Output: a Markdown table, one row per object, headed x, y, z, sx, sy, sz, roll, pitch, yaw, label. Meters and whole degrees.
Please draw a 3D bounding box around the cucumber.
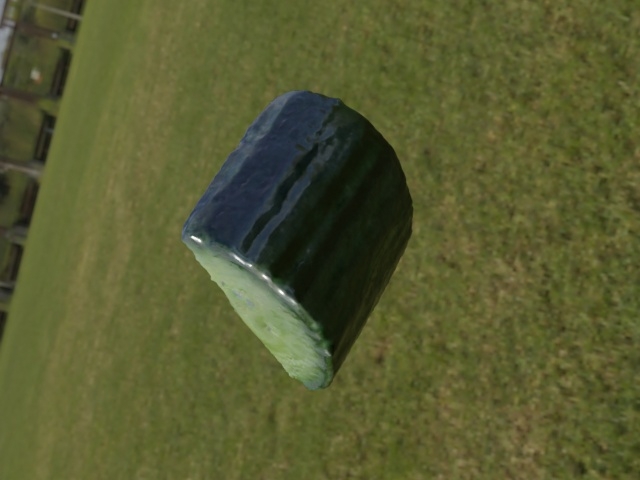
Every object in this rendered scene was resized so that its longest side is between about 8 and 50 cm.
| x | y | z | sx | sy | sz | roll | pitch | yaw | label |
| --- | --- | --- | --- | --- | --- | --- | --- | --- | --- |
| 0.000 | 0.000 | 0.541 | 0.062 | 0.116 | 0.115 | -7 | 39 | 44 | cucumber |
